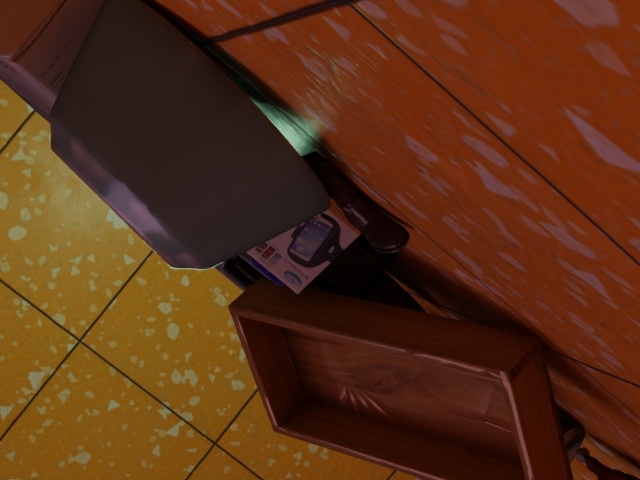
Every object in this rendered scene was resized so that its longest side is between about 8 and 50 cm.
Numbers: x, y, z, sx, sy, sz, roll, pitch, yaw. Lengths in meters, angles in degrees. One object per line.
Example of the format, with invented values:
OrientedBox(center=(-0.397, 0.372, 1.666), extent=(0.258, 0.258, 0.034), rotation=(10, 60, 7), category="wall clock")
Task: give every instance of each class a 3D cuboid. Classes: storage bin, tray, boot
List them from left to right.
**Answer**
OrientedBox(center=(0.000, 0.000, 1.650), extent=(0.122, 0.084, 0.180), rotation=(40, 174, -24), category="storage bin")
OrientedBox(center=(0.031, -0.041, 1.357), extent=(0.114, 0.037, 0.106), rotation=(48, 170, -37), category="boot")
OrientedBox(center=(0.086, 0.173, 1.557), extent=(0.411, 0.076, 0.203), rotation=(11, 130, 41), category="tray")

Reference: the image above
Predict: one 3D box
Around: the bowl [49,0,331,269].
OrientedBox(center=(-0.155, -0.089, 1.347), extent=(0.311, 0.163, 0.311), rotation=(45, 175, 5), category="bowl")

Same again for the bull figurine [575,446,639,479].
OrientedBox(center=(0.469, 0.405, 1.842), extent=(0.310, 0.101, 0.188), rotation=(40, 177, -20), category="bull figurine")

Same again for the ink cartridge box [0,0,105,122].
OrientedBox(center=(-0.297, -0.215, 1.549), extent=(0.226, 0.131, 0.306), rotation=(32, 171, 33), category="ink cartridge box")

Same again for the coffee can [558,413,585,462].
OrientedBox(center=(0.213, 0.275, 1.926), extent=(0.275, 0.201, 0.201), rotation=(36, 174, 21), category="coffee can")

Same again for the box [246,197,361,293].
OrientedBox(center=(-0.021, 0.000, 1.521), extent=(0.081, 0.136, 0.028), rotation=(39, -159, -14), category="box")

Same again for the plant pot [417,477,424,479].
OrientedBox(center=(0.186, 0.227, 1.723), extent=(0.201, 0.180, 0.201), rotation=(34, -177, -2), category="plant pot")

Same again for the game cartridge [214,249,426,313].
OrientedBox(center=(-0.004, 0.057, 1.795), extent=(0.297, 0.062, 0.198), rotation=(37, -146, 20), category="game cartridge")
